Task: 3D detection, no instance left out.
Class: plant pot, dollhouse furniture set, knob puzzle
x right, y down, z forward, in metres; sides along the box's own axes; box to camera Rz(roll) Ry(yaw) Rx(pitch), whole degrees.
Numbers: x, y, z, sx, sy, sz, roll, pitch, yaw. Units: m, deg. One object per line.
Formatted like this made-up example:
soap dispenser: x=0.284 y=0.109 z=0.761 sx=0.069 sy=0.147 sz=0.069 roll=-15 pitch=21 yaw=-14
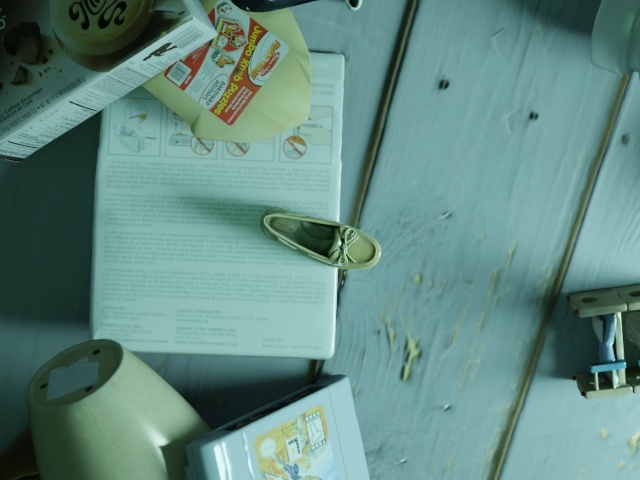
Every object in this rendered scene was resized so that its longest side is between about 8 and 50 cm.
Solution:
plant pot: x=-0.244 y=0.266 z=1.538 sx=0.256 sy=0.256 sz=0.274 roll=-20 pitch=120 yaw=5
dollhouse furniture set: x=0.394 y=0.147 z=1.575 sx=0.129 sy=0.184 sz=0.129 roll=-8 pitch=107 yaw=2
knob puzzle: x=-0.096 y=-0.203 z=1.526 sx=0.213 sy=0.030 sz=0.213 roll=0 pitch=90 yaw=-1

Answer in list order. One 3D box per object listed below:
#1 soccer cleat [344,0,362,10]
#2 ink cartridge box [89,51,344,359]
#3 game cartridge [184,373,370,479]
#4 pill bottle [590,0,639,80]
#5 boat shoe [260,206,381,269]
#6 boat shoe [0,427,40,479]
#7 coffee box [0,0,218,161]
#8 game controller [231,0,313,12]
soccer cleat: x=0.039 y=-0.319 z=1.510 sx=0.029 sy=0.035 sz=0.083 roll=-3 pitch=107 yaw=0
ink cartridge box: x=-0.128 y=-0.047 z=1.586 sx=0.308 sy=0.091 sz=0.385 roll=2 pitch=90 yaw=-1
game cartridge: x=-0.041 y=0.302 z=1.567 sx=0.062 sy=0.297 sz=0.198 roll=-13 pitch=94 yaw=39
pill bottle: x=0.473 y=-0.217 z=1.432 sx=0.301 sy=0.169 sz=0.169 roll=22 pitch=108 yaw=24
boat shoe: x=0.000 y=-0.002 z=1.519 sx=0.153 sy=0.048 sz=0.056 roll=22 pitch=91 yaw=-2
boat shoe: x=-0.391 y=0.306 z=1.683 sx=0.207 sy=0.073 sz=0.073 roll=-31 pitch=142 yaw=12
coffee box: x=-0.296 y=-0.240 z=1.466 sx=0.297 sy=0.119 sz=0.168 roll=-31 pitch=85 yaw=8
game controller: x=-0.056 y=-0.415 z=1.358 sx=0.166 sy=0.067 sz=0.319 roll=-11 pitch=98 yaw=8
